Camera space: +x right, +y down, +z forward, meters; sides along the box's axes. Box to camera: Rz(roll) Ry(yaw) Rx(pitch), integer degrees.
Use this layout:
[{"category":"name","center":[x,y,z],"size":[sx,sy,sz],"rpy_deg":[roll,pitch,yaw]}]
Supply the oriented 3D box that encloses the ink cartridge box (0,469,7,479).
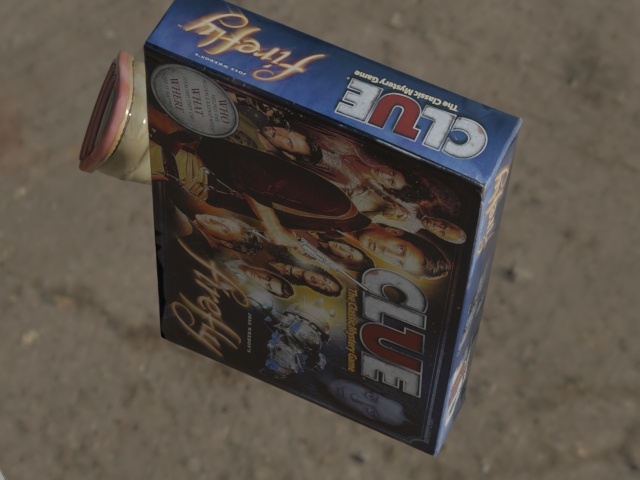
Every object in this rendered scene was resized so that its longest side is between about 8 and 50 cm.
[{"category":"ink cartridge box","center":[-0.305,0.138,1.303],"size":[0.114,0.197,0.273],"rpy_deg":[-32,67,-8]}]

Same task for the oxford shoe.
[{"category":"oxford shoe","center":[-0.160,-0.110,1.873],"size":[0.130,0.123,0.348],"rpy_deg":[21,4,-3]}]

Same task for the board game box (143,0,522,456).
[{"category":"board game box","center":[0.000,0.000,0.902],"size":[0.165,0.243,0.042],"rpy_deg":[22,58,13]}]
